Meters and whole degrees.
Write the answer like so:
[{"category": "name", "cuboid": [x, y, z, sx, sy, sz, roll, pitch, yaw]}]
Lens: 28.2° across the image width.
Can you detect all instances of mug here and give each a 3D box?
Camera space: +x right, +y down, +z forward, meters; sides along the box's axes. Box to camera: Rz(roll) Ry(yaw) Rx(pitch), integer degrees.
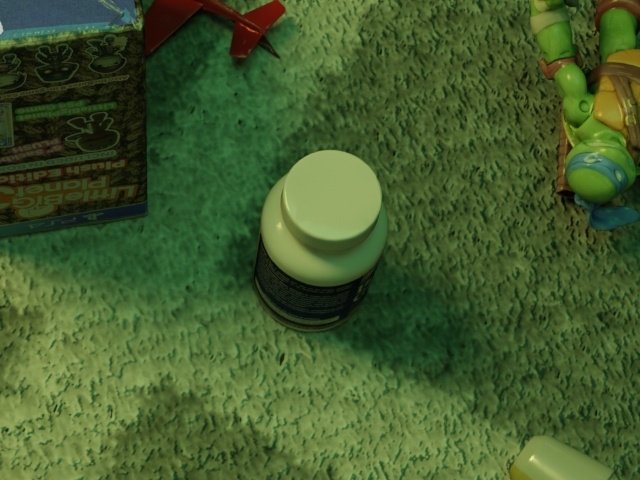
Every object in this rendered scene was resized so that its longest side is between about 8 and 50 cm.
[{"category": "mug", "cuboid": [0.173, 0.184, 0.957, 0.064, 0.062, 0.078, 36, 62, 17]}]

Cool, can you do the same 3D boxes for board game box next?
[{"category": "board game box", "cuboid": [-0.213, -0.167, 0.929, 0.141, 0.291, 0.232, -9, 70, -11]}]

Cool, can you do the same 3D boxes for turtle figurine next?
[{"category": "turtle figurine", "cuboid": [0.273, -0.169, 1.017, 0.197, 0.275, 0.266, 2, 38, 28]}]

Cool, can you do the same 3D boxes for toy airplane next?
[{"category": "toy airplane", "cuboid": [-0.096, -0.203, 1.099, 0.151, 0.028, 0.151, 3, 67, -6]}]

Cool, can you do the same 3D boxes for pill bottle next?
[{"category": "pill bottle", "cuboid": [0.000, 0.000, 0.951, 0.094, 0.169, 0.094, 2, 68, -5]}]
